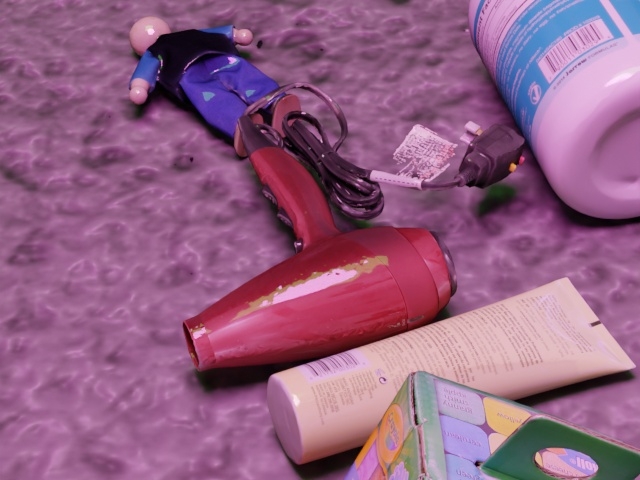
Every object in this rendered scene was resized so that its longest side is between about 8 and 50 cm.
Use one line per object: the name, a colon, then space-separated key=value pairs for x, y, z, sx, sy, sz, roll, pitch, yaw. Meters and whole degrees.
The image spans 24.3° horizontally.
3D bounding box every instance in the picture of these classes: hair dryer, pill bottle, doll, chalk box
hair dryer: x=0.000 y=0.000 z=1.076 sx=0.224 sy=0.080 sz=0.293 roll=13 pitch=43 yaw=27
pill bottle: x=0.204 y=-0.150 z=1.156 sx=0.146 sy=0.146 sz=0.264 roll=-11 pitch=44 yaw=-7
doll: x=-0.103 y=-0.139 z=1.245 sx=0.129 sy=0.046 sz=0.189 roll=-29 pitch=49 yaw=-25
chalk box: x=0.081 y=0.162 z=0.748 sx=0.132 sy=0.213 sz=0.132 roll=22 pitch=30 yaw=-14

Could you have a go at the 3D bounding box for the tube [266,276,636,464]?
tube: x=0.085 y=0.087 z=0.987 sx=0.240 sy=0.062 sz=0.070 roll=-16 pitch=88 yaw=-19
